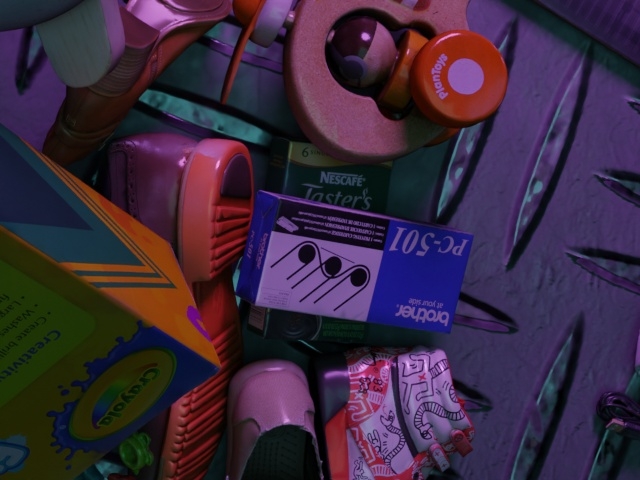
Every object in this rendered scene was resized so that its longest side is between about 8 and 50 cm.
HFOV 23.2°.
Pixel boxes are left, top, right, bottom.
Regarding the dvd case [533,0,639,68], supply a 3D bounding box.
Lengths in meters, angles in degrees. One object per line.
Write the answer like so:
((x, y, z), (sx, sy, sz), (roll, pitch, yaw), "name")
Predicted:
((0.276, -0.274, 1.465), (0.221, 0.018, 0.164), (29, 91, -13), "dvd case")

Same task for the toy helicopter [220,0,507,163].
((0.021, -0.243, 1.374), (0.235, 0.140, 0.355), (-5, 86, -12), "toy helicopter")

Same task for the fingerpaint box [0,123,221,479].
((-0.368, 0.101, 1.184), (0.445, 0.163, 0.371), (-38, 137, 13), "fingerpaint box")

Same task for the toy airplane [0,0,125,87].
((-0.254, -0.340, 1.129), (0.272, 0.384, 0.386), (-33, 75, -35), "toy airplane")

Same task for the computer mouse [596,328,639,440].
((0.343, 0.106, 1.525), (0.106, 0.042, 0.193), (16, 100, -8), "computer mouse")

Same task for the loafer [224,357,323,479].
((-0.043, 0.241, 1.420), (0.102, 0.092, 0.268), (-7, 114, -5), "loafer")

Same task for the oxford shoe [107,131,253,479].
((-0.147, 0.080, 1.401), (0.133, 0.130, 0.363), (11, 101, 16), "oxford shoe")

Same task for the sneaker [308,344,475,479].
((0.076, 0.229, 1.463), (0.145, 0.090, 0.270), (-7, 97, -8), "sneaker")

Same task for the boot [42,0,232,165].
((-0.165, -0.153, 1.359), (0.073, 0.197, 0.152), (41, 126, 6), "boot")

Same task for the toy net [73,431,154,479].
((-0.200, 0.218, 1.383), (0.045, 0.122, 0.232), (-22, 145, -46), "toy net")

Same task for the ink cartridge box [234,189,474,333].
((0.033, 0.021, 1.397), (0.207, 0.046, 0.097), (9, 97, -30), "ink cartridge box")

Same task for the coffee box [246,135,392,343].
((0.000, 0.000, 1.426), (0.113, 0.040, 0.184), (6, 97, -27), "coffee box")
